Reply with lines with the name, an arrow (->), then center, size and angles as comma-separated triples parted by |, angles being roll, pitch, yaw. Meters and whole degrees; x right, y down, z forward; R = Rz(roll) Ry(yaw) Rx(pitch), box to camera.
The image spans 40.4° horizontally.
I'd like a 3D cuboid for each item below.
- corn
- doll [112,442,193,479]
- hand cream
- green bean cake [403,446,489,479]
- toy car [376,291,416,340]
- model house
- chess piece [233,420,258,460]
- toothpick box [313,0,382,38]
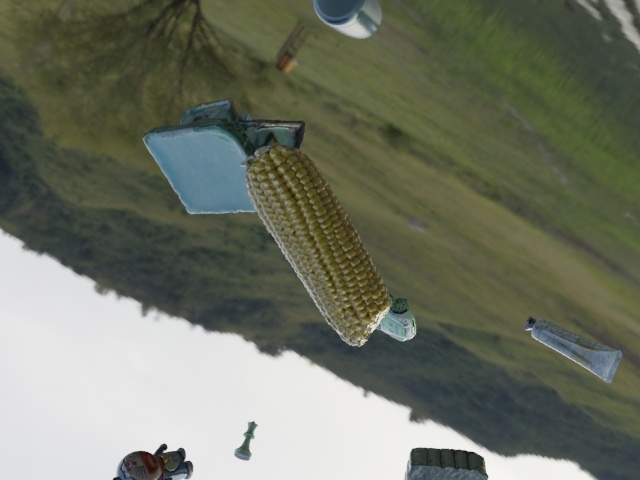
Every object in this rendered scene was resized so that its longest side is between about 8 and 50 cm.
corn -> 0.000, 0.000, 1.533 | 0.387, 0.144, 0.144 | 56, -172, 1
doll -> -0.312, 0.425, 1.598 | 0.151, 0.086, 0.114 | -4, -142, -36
hand cream -> 0.479, 0.200, 1.666 | 0.194, 0.067, 0.042 | 28, -166, 39
green bean cake -> 0.281, 0.562, 1.992 | 0.183, 0.185, 0.094 | 7, -149, 2
toy car -> 0.094, 0.122, 1.720 | 0.224, 0.076, 0.090 | 39, 155, 34
model house -> -0.175, -0.215, 1.843 | 0.280, 0.249, 0.230 | 0, 132, 38
chess piece -> -0.169, 0.461, 2.019 | 0.042, 0.093, 0.042 | 11, 145, 8
toothpick box -> 0.069, -0.515, 1.930 | 0.120, 0.120, 0.184 | 37, -169, 19
